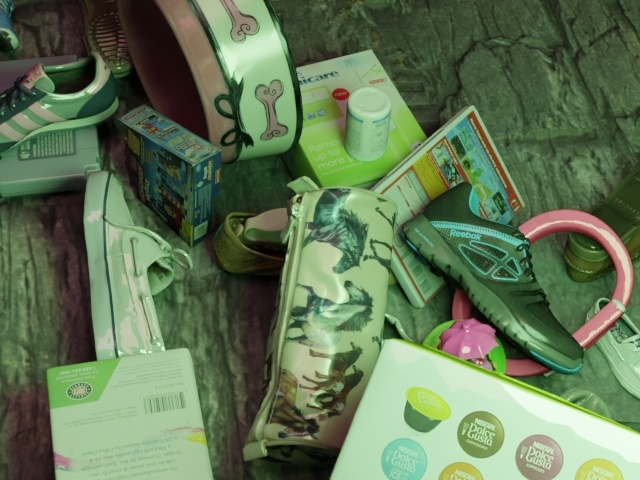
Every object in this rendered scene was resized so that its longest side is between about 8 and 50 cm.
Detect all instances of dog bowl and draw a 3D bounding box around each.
[{"bbox_3d":[-0.193,-0.303,1.912,0.150,0.408,0.408,-27,58,-18],"label":"dog bowl"}]

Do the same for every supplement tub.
[{"bbox_3d":[0.074,-0.184,1.862,0.071,0.107,0.071,2,52,-2],"label":"supplement tub"}]

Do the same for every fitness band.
[{"bbox_3d":[0.337,0.083,1.793,0.291,0.054,0.209,-39,71,1],"label":"fitness band"}]

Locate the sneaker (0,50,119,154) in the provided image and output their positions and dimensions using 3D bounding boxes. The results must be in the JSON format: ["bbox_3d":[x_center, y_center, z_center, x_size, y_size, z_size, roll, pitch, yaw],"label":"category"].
[{"bbox_3d":[-0.494,-0.232,1.947,0.319,0.131,0.112,-22,57,-18],"label":"sneaker"}]

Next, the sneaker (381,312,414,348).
[{"bbox_3d":[0.080,0.123,1.793,0.191,0.083,0.071,38,61,25],"label":"sneaker"}]

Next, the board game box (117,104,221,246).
[{"bbox_3d":[-0.246,-0.120,1.899,0.060,0.194,0.194,-32,60,-30],"label":"board game box"}]

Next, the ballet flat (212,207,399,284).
[{"bbox_3d":[0.000,0.000,1.858,0.343,0.124,0.116,6,53,1],"label":"ballet flat"}]

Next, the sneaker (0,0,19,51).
[{"bbox_3d":[-0.608,-0.433,2.196,0.081,0.080,0.211,-28,59,-18],"label":"sneaker"}]

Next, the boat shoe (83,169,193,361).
[{"bbox_3d":[-0.275,0.044,1.806,0.157,0.135,0.367,-7,55,-8],"label":"boat shoe"}]

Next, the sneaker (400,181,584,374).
[{"bbox_3d":[0.272,0.053,1.728,0.140,0.125,0.341,-43,69,-2],"label":"sneaker"}]

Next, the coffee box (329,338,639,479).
[{"bbox_3d":[0.192,0.329,1.399,0.338,0.338,0.334,21,87,13],"label":"coffee box"}]

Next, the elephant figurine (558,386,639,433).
[{"bbox_3d":[0.357,0.290,1.627,0.240,0.186,0.169,24,95,21],"label":"elephant figurine"}]

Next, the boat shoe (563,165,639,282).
[{"bbox_3d":[0.517,-0.037,1.925,0.307,0.104,0.110,-27,53,-18],"label":"boat shoe"}]

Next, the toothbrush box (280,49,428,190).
[{"bbox_3d":[0.046,-0.170,1.996,0.206,0.122,0.283,-16,53,-15],"label":"toothbrush box"}]

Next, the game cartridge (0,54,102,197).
[{"bbox_3d":[-0.484,-0.199,2.038,0.198,0.062,0.297,-9,53,-4],"label":"game cartridge"}]

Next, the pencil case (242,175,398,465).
[{"bbox_3d":[-0.003,0.123,1.664,0.184,0.160,0.410,18,70,-26],"label":"pencil case"}]

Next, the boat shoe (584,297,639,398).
[{"bbox_3d":[0.471,0.164,1.790,0.066,0.063,0.184,-16,54,-15],"label":"boat shoe"}]

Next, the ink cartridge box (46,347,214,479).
[{"bbox_3d":[-0.248,0.333,1.590,0.207,0.119,0.353,-8,52,-9],"label":"ink cartridge box"}]

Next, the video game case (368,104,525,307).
[{"bbox_3d":[0.198,-0.057,1.887,0.285,0.204,0.025,-41,22,-29],"label":"video game case"}]

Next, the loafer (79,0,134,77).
[{"bbox_3d":[-0.384,-0.381,2.156,0.102,0.092,0.268,-7,49,-13],"label":"loafer"}]

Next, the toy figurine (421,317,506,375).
[{"bbox_3d":[0.214,0.179,1.679,0.130,0.159,0.173,-21,74,-2],"label":"toy figurine"}]
